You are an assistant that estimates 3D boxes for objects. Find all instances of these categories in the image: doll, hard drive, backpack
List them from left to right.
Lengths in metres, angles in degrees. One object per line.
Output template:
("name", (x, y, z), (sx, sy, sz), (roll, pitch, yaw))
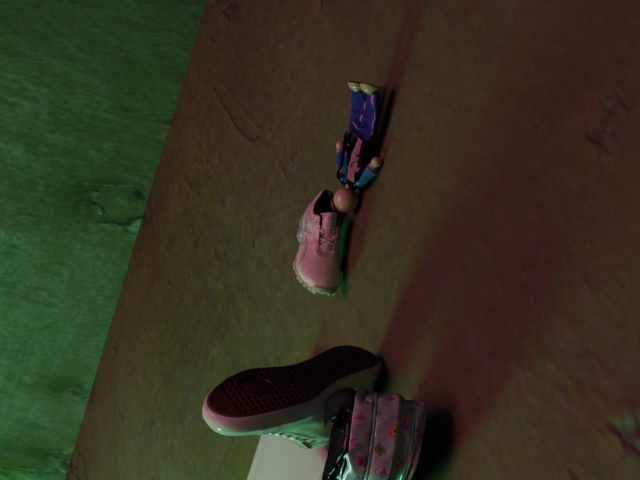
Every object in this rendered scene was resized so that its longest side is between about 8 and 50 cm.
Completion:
("hard drive", (-0.034, 0.342, 2.145), (0.307, 0.040, 0.203), (-127, 53, -67))
("doll", (0.052, -0.133, 2.205), (0.129, 0.046, 0.189), (21, 104, 62))
("backpack", (0.061, 0.242, 1.800), (0.182, 0.115, 0.152), (101, 171, -61))

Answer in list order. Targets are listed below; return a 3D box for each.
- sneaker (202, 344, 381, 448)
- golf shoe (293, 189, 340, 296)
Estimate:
("sneaker", (-0.034, 0.223, 1.920), (0.106, 0.290, 0.123), (29, 117, 37))
("golf shoe", (0.000, 0.000, 2.217), (0.176, 0.069, 0.086), (-98, 20, -45))
